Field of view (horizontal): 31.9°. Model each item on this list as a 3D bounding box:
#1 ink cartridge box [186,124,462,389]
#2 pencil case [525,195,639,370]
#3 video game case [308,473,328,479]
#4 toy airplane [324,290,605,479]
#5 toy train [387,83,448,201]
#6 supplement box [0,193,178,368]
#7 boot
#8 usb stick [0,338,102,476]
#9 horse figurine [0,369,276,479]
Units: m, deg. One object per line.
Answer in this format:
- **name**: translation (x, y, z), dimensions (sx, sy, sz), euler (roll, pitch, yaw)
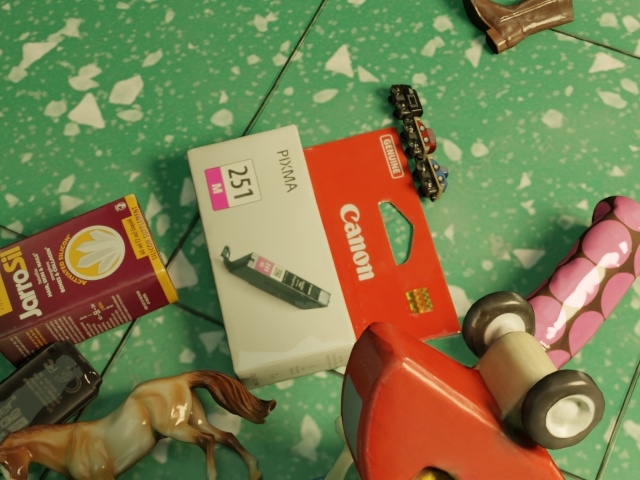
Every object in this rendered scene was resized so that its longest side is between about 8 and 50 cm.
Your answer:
- **ink cartridge box**: translation (0.000, 0.000, 1.195), dimensions (0.238, 0.060, 0.275), euler (-14, 63, -2)
- **pencil case**: translation (0.255, 0.052, 1.132), dimensions (0.209, 0.098, 0.095), euler (-44, 113, -17)
- **video game case**: translation (-0.020, 0.316, 1.053), dimensions (0.119, 0.015, 0.166), euler (-15, 64, -9)
- **toy airplane**: translation (0.137, 0.261, 0.906), dimensions (0.272, 0.386, 0.384), euler (-32, 75, 1)
- **toy train**: translation (0.112, -0.112, 1.262), dimensions (0.036, 0.027, 0.158), euler (-7, 61, -15)
- **supplement box**: translation (-0.259, 0.043, 1.179), dimensions (0.188, 0.081, 0.104), euler (-23, 64, -7)
- **boot**: translation (0.236, -0.285, 1.332), dimensions (0.114, 0.037, 0.106), euler (-27, 77, -6)
- **usb stick**: translation (-0.345, 0.208, 1.119), dimensions (0.278, 0.045, 0.077), euler (-40, 81, -15)
- **horse figurine**: translation (-0.172, 0.207, 1.100), dimensions (0.263, 0.066, 0.174), euler (-34, 71, -10)
